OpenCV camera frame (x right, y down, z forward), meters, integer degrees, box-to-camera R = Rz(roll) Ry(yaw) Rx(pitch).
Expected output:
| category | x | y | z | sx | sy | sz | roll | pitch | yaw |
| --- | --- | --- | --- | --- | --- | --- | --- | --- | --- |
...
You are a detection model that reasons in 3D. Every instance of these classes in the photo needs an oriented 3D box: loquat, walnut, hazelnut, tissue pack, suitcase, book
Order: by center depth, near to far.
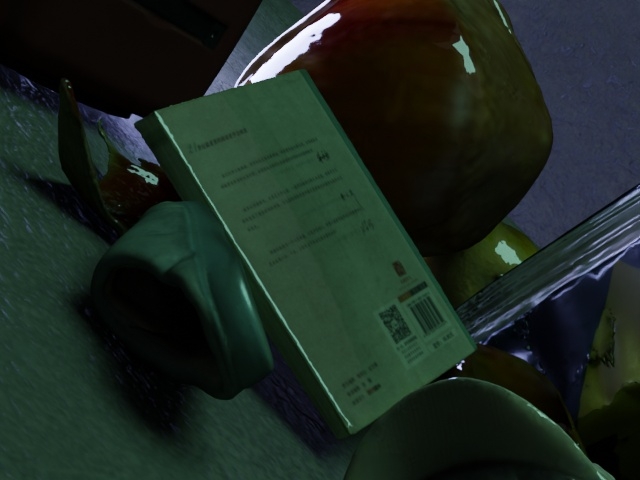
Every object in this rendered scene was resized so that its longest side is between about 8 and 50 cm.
| category | x | y | z | sx | sy | sz | roll | pitch | yaw |
| --- | --- | --- | --- | --- | --- | --- | --- | --- | --- |
| book | 0.000 | 0.000 | 1.112 | 0.215 | 0.025 | 0.283 | -23 | 79 | -53 |
| walnut | 0.155 | 0.176 | 1.166 | 0.137 | 0.137 | 0.245 | 34 | 15 | -35 |
| suitcase | -0.192 | -0.245 | 1.275 | 0.161 | 0.236 | 0.297 | 36 | 7 | 27 |
| tissue pack | 0.350 | 0.095 | 1.329 | 0.264 | 0.416 | 0.253 | 36 | 32 | -39 |
| hazelnut | 0.072 | -0.138 | 1.570 | 0.372 | 0.372 | 0.315 | -78 | 164 | -77 |
| loquat | 0.198 | 0.061 | 1.675 | 0.172 | 0.149 | 0.204 | 31 | 30 | -49 |

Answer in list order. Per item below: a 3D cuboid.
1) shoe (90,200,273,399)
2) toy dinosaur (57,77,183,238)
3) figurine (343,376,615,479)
| category | x | y | z | sx | sy | sz | roll | pitch | yaw |
| --- | --- | --- | --- | --- | --- | --- | --- | --- | --- |
| shoe | -0.100 | 0.038 | 0.933 | 0.251 | 0.100 | 0.103 | -147 | -133 | -70 |
| toy dinosaur | -0.103 | -0.057 | 1.159 | 0.327 | 0.113 | 0.206 | 26 | 21 | -33 |
| figurine | 0.088 | 0.228 | 0.721 | 0.332 | 0.185 | 0.204 | -68 | 144 | -59 |
